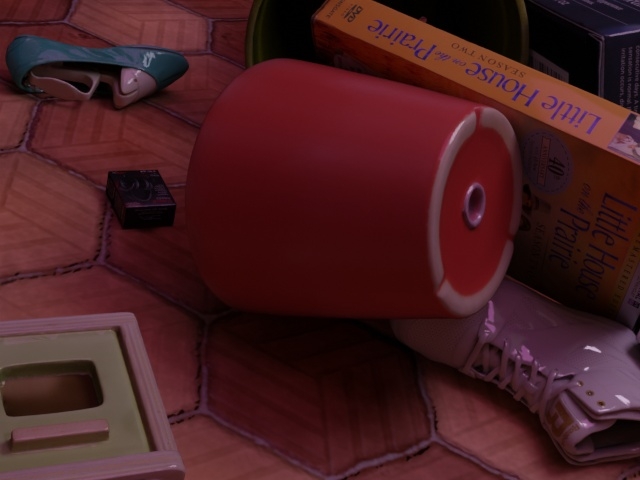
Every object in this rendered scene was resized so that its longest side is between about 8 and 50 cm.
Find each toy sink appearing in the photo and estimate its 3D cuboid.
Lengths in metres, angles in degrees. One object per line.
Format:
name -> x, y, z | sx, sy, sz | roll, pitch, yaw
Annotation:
toy sink -> -0.191, 0.174, 0.636 | 0.153, 0.131, 0.234 | -2, 40, -25

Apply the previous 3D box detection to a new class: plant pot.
plant pot -> 0.081, -0.311, 1.281 | 0.367, 0.366, 0.353 | 13, 24, -7
plant pot -> 0.047, -0.041, 0.853 | 0.243, 0.275, 0.275 | 9, 26, 35

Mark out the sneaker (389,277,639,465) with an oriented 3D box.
sneaker -> 0.218, 0.134, 0.892 | 0.293, 0.108, 0.169 | 12, 32, -10

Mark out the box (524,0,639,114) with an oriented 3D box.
box -> 0.475, -0.233, 1.130 | 0.396, 0.212, 0.293 | -12, 28, -7

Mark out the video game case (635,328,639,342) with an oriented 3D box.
video game case -> 0.448, 0.151, 0.943 | 0.201, 0.023, 0.183 | 28, 4, 27

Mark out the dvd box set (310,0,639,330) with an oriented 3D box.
dvd box set -> 0.187, -0.077, 0.964 | 0.420, 0.307, 0.062 | 30, 66, 22

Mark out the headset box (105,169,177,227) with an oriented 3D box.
headset box -> -0.209, -0.047, 1.023 | 0.062, 0.032, 0.083 | -4, 39, -29

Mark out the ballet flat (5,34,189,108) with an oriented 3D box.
ballet flat -> -0.303, -0.223, 1.202 | 0.247, 0.083, 0.087 | 2, 62, -21
